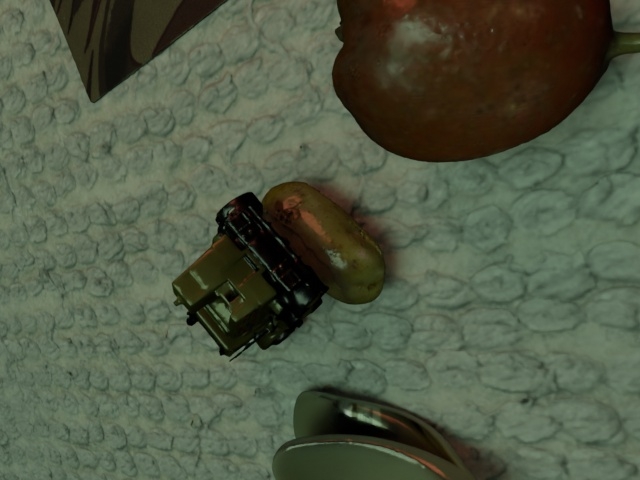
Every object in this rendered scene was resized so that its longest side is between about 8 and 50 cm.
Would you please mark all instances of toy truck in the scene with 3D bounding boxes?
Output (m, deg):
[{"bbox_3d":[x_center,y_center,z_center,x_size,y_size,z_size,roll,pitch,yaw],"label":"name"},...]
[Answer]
[{"bbox_3d":[-0.085,0.062,0.695,0.127,0.127,0.257,48,165,8],"label":"toy truck"}]

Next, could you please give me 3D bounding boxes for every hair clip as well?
[{"bbox_3d":[0.065,0.277,0.729,0.282,0.113,0.172,23,116,21],"label":"hair clip"}]

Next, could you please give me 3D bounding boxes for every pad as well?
[{"bbox_3d":[-0.244,-0.340,0.808,0.330,0.004,0.220,-22,91,36],"label":"pad"}]

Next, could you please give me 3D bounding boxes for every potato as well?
[{"bbox_3d":[0.000,0.000,0.693,0.170,0.080,0.107,43,166,30],"label":"potato"}]

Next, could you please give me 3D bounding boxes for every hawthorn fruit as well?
[{"bbox_3d":[0.135,-0.161,0.507,0.251,0.199,0.199,5,107,20],"label":"hawthorn fruit"}]
